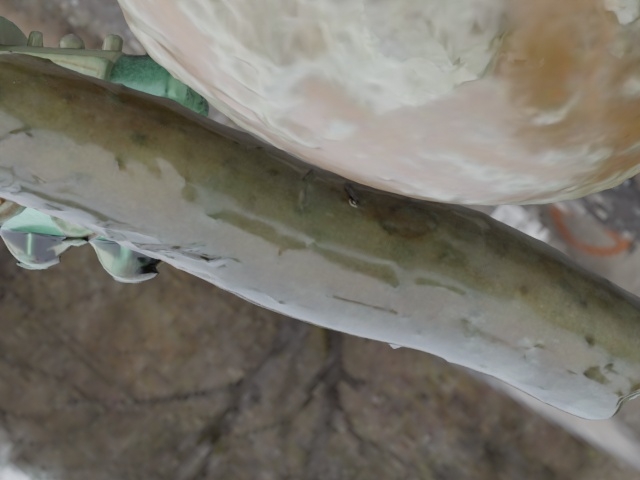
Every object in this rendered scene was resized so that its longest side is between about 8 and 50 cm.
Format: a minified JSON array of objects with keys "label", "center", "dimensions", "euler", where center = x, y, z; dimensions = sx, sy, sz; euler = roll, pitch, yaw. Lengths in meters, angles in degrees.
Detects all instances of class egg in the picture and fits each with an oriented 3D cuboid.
[{"label":"egg","center":[0.032,-0.112,0.463],"dimensions":[0.245,0.203,0.203],"euler":[48,170,-31]}]

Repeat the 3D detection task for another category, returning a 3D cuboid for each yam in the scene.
[{"label":"yam","center":[0.000,0.000,0.664],"dimensions":[0.317,0.067,0.071],"euler":[21,167,-7]}]

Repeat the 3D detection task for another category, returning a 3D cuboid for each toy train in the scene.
[{"label":"toy train","center":[-0.141,-0.051,0.797],"dimensions":[0.194,0.125,0.081],"euler":[5,166,17]}]
